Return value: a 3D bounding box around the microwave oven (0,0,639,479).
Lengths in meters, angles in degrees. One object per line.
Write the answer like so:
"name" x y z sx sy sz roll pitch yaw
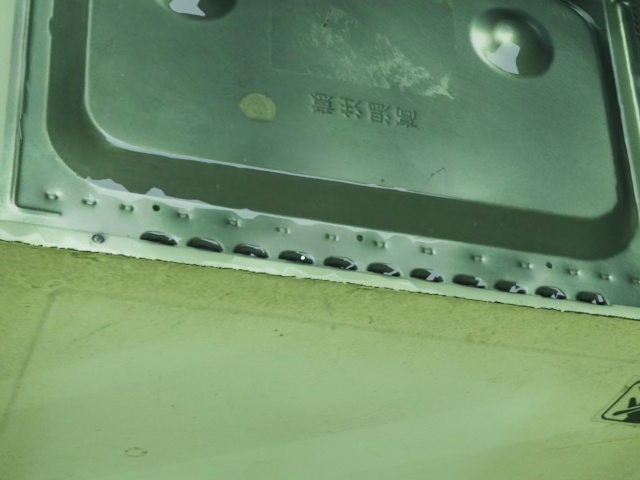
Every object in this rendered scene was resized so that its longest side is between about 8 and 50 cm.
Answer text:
"microwave oven" 0.000 0.000 0.833 0.394 0.333 0.247 8 54 -17
